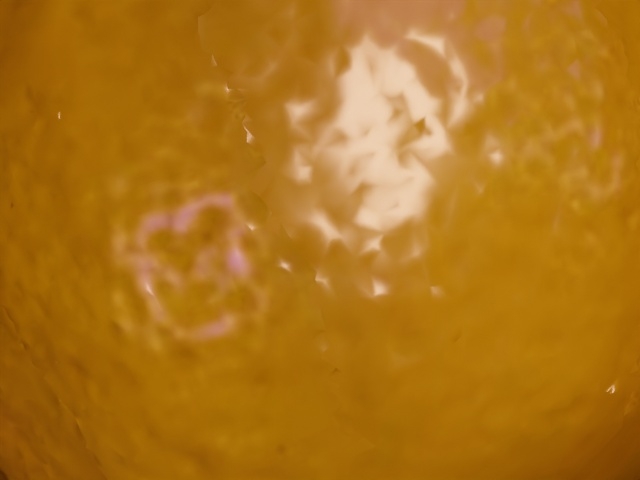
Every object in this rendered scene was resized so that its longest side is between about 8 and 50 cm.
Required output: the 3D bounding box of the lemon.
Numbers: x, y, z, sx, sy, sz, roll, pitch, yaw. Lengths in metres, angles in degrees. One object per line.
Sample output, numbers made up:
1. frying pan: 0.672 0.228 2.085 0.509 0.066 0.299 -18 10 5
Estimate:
1. lemon: 0.000 0.000 0.501 0.240 0.240 0.219 -5 76 -41
